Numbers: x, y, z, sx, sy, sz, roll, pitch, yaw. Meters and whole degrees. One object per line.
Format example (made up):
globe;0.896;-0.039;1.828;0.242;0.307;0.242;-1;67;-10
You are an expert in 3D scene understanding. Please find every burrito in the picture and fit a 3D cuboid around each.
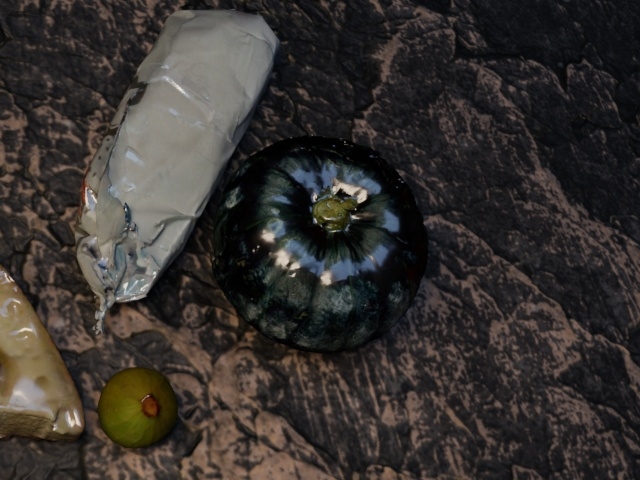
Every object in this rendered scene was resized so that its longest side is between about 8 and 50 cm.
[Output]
burrito;-0.161;-0.098;0.966;0.139;0.101;0.445;37;51;-21

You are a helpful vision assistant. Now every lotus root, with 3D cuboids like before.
lotus root;-0.336;0.087;0.790;0.261;0.074;0.170;7;56;-23

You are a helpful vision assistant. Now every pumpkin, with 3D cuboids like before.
pumpkin;0.000;0.000;0.949;0.233;0.163;0.233;6;62;-11

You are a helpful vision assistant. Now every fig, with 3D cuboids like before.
fig;-0.163;0.150;0.827;0.074;0.088;0.074;4;78;-19
